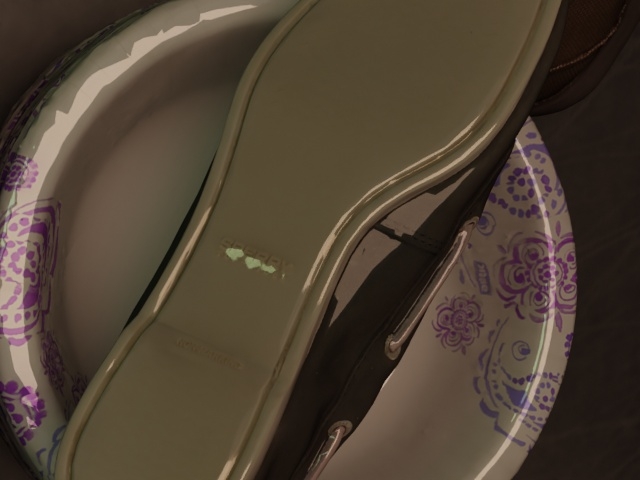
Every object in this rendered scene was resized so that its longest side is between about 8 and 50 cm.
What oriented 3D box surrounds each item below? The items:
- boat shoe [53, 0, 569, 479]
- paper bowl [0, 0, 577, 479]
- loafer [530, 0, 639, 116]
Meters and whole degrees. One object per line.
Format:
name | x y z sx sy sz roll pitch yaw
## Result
boat shoe | 0.000 0.000 0.824 0.112 0.095 0.335 28 76 18
paper bowl | -0.032 0.021 0.926 0.284 0.148 0.284 -1 92 -21
loafer | 0.153 -0.224 0.930 0.134 0.130 0.366 26 105 17
